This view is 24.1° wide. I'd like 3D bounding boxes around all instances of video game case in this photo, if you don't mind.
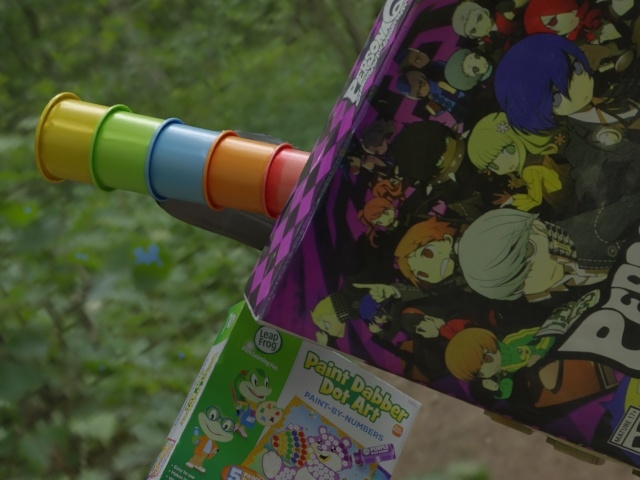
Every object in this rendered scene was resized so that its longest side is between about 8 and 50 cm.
[{"bbox_3d":[0.112,-0.036,0.604,0.232,0.210,0.042,-63,18,13],"label":"video game case"}]

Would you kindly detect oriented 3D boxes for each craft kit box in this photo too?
[{"bbox_3d":[-0.039,0.233,1.681,0.061,0.250,0.246,-34,28,59],"label":"craft kit box"}]

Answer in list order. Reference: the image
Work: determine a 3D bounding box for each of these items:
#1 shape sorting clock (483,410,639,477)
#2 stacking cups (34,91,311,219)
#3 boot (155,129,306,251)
[{"bbox_3d":[0.164,0.103,0.863,0.206,0.206,0.040,4,-74,-75],"label":"shape sorting clock"},{"bbox_3d":[-0.121,-0.077,1.472,0.096,0.316,0.096,11,-90,-71],"label":"stacking cups"},{"bbox_3d":[0.000,0.000,1.554,0.338,0.222,0.118,12,-65,-20],"label":"boot"}]
